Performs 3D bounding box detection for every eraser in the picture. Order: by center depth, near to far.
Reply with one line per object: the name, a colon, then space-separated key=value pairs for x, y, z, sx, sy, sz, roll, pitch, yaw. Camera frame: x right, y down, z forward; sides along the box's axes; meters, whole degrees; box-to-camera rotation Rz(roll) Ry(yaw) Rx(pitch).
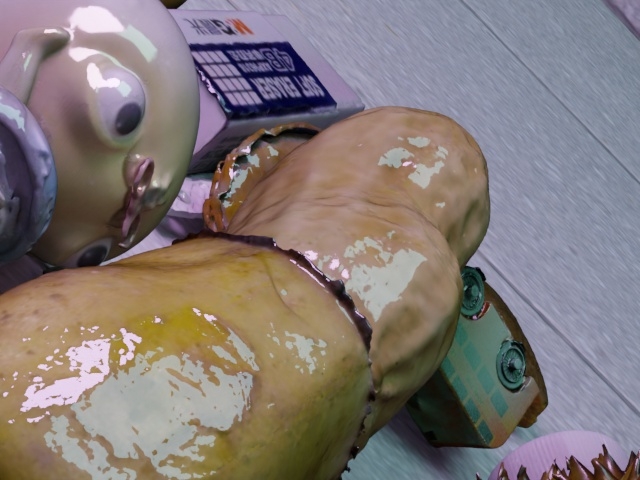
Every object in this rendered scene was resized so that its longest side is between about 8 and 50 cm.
eraser: x=-0.075 y=-0.133 z=1.666 sx=0.130 sy=0.086 sz=0.287 roll=51 pitch=23 yaw=10

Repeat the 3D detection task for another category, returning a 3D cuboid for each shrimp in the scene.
shrimp: x=-0.001 y=0.000 z=1.540 sx=0.253 sy=0.058 sz=0.173 roll=24 pitch=69 yaw=-44

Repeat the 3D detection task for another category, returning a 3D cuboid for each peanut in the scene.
peanut: x=0.016 y=0.025 z=1.368 sx=0.169 sy=0.192 sz=0.387 roll=58 pitch=35 yaw=-21

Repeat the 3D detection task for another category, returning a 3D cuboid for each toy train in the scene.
toy train: x=0.107 y=0.092 z=1.552 sx=0.099 sy=0.072 sz=0.188 roll=-52 pitch=123 yaw=-38

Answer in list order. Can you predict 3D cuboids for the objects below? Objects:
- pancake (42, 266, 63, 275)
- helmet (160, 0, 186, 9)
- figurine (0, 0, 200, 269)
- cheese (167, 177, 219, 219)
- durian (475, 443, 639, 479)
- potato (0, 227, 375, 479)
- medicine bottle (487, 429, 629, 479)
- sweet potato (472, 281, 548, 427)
pancake: x=-0.151 y=0.059 z=1.306 sx=0.108 sy=0.017 sz=0.108 roll=36 pitch=23 yaw=-18
helmet: x=-0.153 y=-0.294 z=1.607 sx=0.205 sy=0.140 sz=0.257 roll=60 pitch=-4 yaw=33
figurine: x=-0.247 y=-0.049 z=1.162 sx=0.274 sy=0.227 sz=0.394 roll=20 pitch=31 yaw=13
cheese: x=-0.059 y=-0.030 z=1.571 sx=0.255 sy=0.050 sz=0.127 roll=11 pitch=43 yaw=-55
durian: x=0.204 y=0.309 z=1.114 sx=0.347 sy=0.347 sz=0.384 roll=34 pitch=24 yaw=-30
potato: x=-0.116 y=0.115 z=1.075 sx=0.266 sy=0.229 sz=0.229 roll=-20 pitch=69 yaw=-49
medicine bottle: x=0.214 y=0.276 z=1.457 sx=0.133 sy=0.133 sz=0.250 roll=32 pitch=27 yaw=-34
sweet potato: x=0.126 y=0.060 z=1.726 sx=0.244 sy=0.077 sz=0.077 roll=55 pitch=23 yaw=14
